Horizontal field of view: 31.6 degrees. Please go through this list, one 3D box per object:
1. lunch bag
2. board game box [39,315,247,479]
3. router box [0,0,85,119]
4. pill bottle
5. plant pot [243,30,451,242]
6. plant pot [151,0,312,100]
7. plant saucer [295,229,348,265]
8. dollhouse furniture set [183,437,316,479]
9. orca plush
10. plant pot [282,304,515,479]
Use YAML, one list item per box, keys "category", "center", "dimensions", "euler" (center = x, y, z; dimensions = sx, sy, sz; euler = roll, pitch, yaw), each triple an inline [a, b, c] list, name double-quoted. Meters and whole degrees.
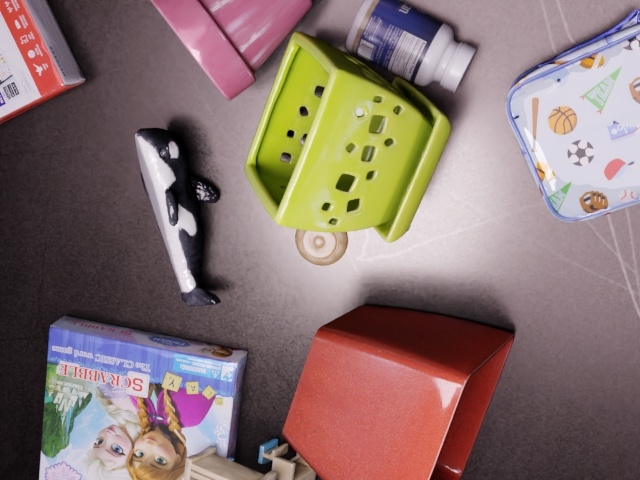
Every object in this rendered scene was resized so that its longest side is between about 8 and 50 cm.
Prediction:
- category: "lunch bag"
  center: [0.417, -0.176, 1.544]
  dimensions: [0.303, 0.115, 0.243]
  euler: [-22, 95, 17]
- category: "board game box"
  center: [-0.293, 0.306, 1.837]
  dimensions: [0.318, 0.066, 0.318]
  euler: [9, 105, 10]
- category: "router box"
  center: [-0.570, -0.331, 1.740]
  dimensions: [0.301, 0.082, 0.336]
  euler: [-24, 97, 16]
- category: "pill bottle"
  center: [0.129, -0.276, 1.592]
  dimensions: [0.169, 0.094, 0.094]
  euler: [27, 107, 5]
- category: "plant pot"
  center: [0.041, -0.134, 1.565]
  dimensions: [0.207, 0.227, 0.228]
  euler: [16, 108, -23]
- category: "plant pot"
  center: [-0.120, -0.329, 1.594]
  dimensions: [0.180, 0.201, 0.201]
  euler: [-38, 93, 2]
- category: "plant saucer"
  center: [0.000, 0.000, 1.727]
  dimensions: [0.083, 0.015, 0.083]
  euler: [3, 104, 11]
- category: "dollhouse furniture set"
  center: [-0.110, 0.391, 1.771]
  dimensions: [0.129, 0.183, 0.129]
  euler: [16, 107, 29]
- category: "orca plush"
  center: [-0.193, -0.043, 1.718]
  dimensions: [0.102, 0.151, 0.287]
  euler: [-20, 96, -15]
- category: "plant pot"
  center: [0.102, 0.236, 1.647]
  dimensions: [0.235, 0.267, 0.267]
  euler: [23, 107, 19]
